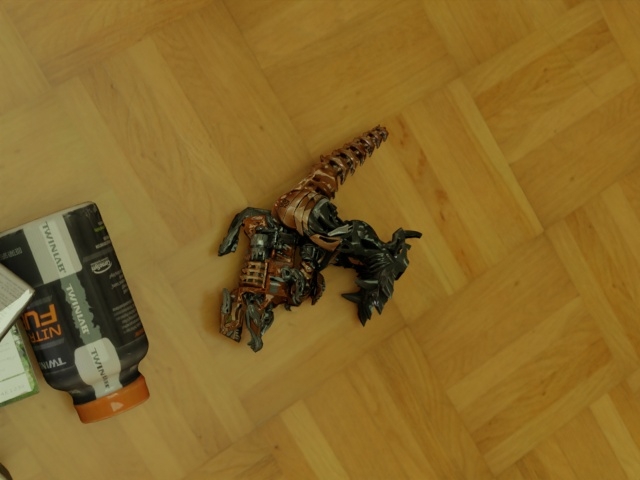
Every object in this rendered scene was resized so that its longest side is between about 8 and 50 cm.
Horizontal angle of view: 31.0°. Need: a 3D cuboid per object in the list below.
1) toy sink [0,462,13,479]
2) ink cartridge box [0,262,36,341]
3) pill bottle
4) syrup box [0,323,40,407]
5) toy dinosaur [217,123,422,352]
[{"bbox_3d":[-0.464,0.231,1.276,0.234,0.153,0.131,45,75,-11],"label":"toy sink"},{"bbox_3d":[-0.448,0.090,1.220,0.189,0.066,0.232,37,75,-4],"label":"ink cartridge box"},{"bbox_3d":[-0.282,0.088,1.356,0.130,0.130,0.246,-22,95,-19],"label":"pill bottle"},{"bbox_3d":[-0.410,0.080,1.329,0.093,0.096,0.237,-20,92,-20],"label":"syrup box"},{"bbox_3d":[0.000,0.000,1.457,0.218,0.164,0.322,31,100,1],"label":"toy dinosaur"}]
